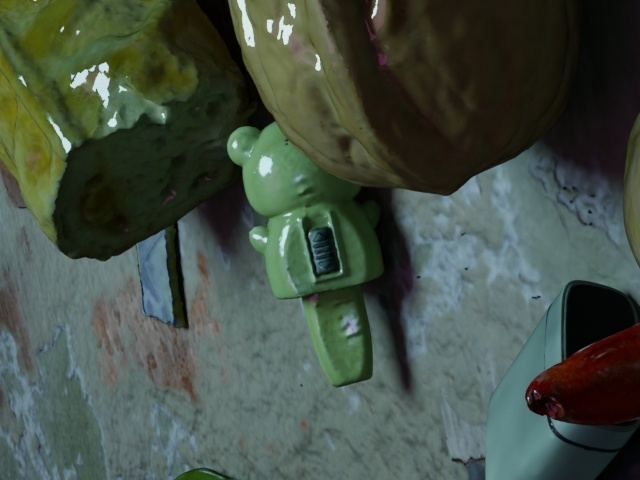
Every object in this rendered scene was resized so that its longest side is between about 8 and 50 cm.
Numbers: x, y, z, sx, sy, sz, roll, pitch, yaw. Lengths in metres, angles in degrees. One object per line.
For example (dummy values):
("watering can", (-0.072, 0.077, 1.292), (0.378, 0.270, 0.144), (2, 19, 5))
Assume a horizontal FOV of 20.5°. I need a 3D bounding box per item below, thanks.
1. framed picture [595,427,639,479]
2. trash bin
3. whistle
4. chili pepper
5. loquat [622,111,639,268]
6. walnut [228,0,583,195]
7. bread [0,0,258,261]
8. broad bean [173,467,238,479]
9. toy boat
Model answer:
("framed picture", (0.188, 0.242, 0.999), (0.016, 0.347, 0.265), (40, 154, -19))
("trash bin", (0.157, 0.108, 1.153), (0.130, 0.059, 0.116), (117, 165, -48))
("whistle", (0.000, 0.000, 1.355), (0.085, 0.105, 0.227), (-123, 18, -83))
("chili pepper", (0.187, 0.072, 1.026), (0.088, 0.169, 0.065), (7, 108, 58))
("loquat", (0.246, -0.016, 0.900), (0.227, 0.179, 0.179), (44, 137, 51))
("walnut", (0.052, -0.155, 1.111), (0.225, 0.225, 0.261), (-10, 93, 57))
("bread", (-0.189, -0.137, 1.494), (0.252, 0.196, 0.238), (62, 149, 25))
("broad bean", (-0.089, 0.250, 1.635), (0.227, 0.039, 0.069), (5, 94, 57))
("toy boat", (-0.152, 0.023, 1.660), (0.063, 0.016, 0.115), (18, 116, 53))
